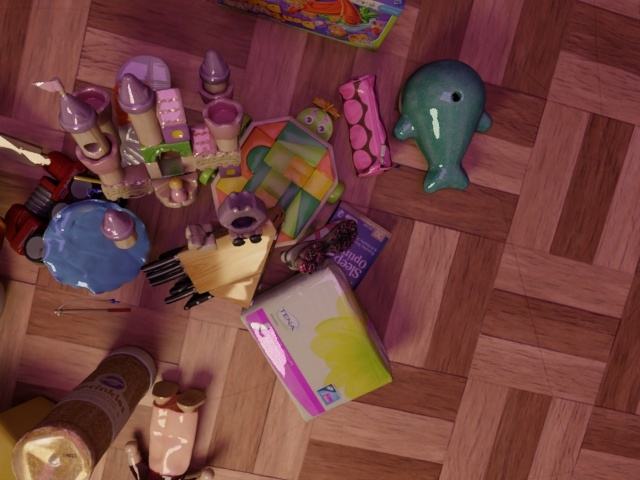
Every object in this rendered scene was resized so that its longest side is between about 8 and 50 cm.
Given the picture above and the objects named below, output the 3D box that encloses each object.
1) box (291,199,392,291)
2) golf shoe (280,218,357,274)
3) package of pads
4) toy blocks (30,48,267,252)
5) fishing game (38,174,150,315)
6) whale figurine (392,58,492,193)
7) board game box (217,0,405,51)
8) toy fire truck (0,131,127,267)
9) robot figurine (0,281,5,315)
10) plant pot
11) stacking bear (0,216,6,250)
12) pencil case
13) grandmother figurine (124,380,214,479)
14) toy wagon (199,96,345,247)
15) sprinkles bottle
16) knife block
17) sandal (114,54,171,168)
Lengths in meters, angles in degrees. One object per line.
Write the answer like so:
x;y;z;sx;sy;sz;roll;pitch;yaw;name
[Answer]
0.041;0.041;1.016;0.136;0.036;0.225;32;94;-7;box
0.000;0.000;0.936;0.186;0.086;0.068;-30;124;-36;golf shoe
0.000;0.210;0.977;0.229;0.101;0.297;-28;102;8;package of pads
-0.256;-0.163;0.743;0.288;0.260;0.309;-12;65;-12;toy blocks
-0.428;0.012;0.874;0.189;0.041;0.264;3;99;-34;fishing game
0.261;-0.235;0.949;0.216;0.141;0.272;-5;97;-4;whale figurine
-0.027;-0.474;0.855;0.346;0.233;0.078;14;95;-6;board game box
-0.563;-0.093;0.911;0.246;0.158;0.217;36;89;10;toy fire truck
-0.771;0.098;0.886;0.278;0.209;0.174;29;55;-7;robot figurine
-0.613;0.452;0.932;0.212;0.212;0.187;-41;86;1;plant pot
-0.679;-0.071;0.819;0.164;0.175;0.289;-36;77;-28;stacking bear
0.099;-0.241;0.958;0.095;0.098;0.210;-15;96;-3;pencil case
-0.331;0.498;1.009;0.207;0.104;0.343;16;98;19;grandmother figurine
-0.077;-0.155;0.968;0.267;0.068;0.344;34;93;-7;toy wagon
-0.411;0.311;0.846;0.121;0.355;0.121;-1;97;-5;sprinkles bottle
-0.224;0.023;0.920;0.242;0.088;0.276;22;116;-2;knife block
-0.366;-0.245;0.937;0.101;0.076;0.265;8;117;-16;sandal
